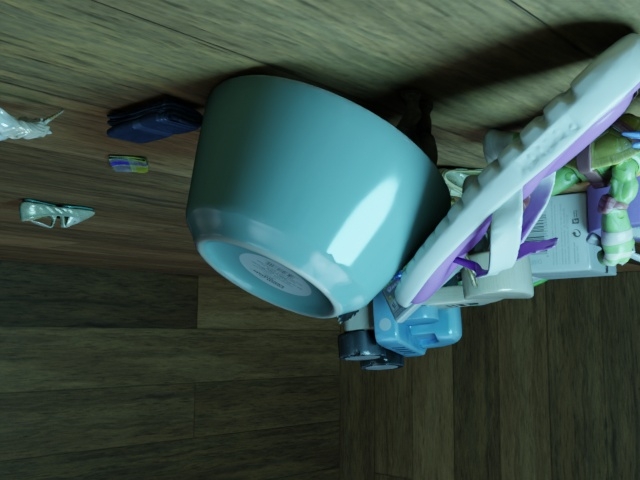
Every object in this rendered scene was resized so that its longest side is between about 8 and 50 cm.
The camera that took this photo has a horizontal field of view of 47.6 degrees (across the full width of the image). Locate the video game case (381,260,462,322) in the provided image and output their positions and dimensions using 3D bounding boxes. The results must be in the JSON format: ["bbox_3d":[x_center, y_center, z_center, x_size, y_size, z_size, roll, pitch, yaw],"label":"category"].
[{"bbox_3d":[0.180,0.039,1.429,0.022,0.173,0.190,12,132,-39],"label":"video game case"}]

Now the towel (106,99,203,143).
[{"bbox_3d":[-0.202,-0.145,0.882,0.120,0.029,0.067,-6,170,39],"label":"towel"}]

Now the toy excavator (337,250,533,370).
[{"bbox_3d":[0.242,0.128,1.556,0.446,0.222,0.433,-10,160,20],"label":"toy excavator"}]

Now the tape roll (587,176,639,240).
[{"bbox_3d":[0.618,-0.058,1.279,0.275,0.090,0.275,0,173,0],"label":"tape roll"}]

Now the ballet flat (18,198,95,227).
[{"bbox_3d":[-0.559,-0.051,1.537,0.057,0.052,0.168,-7,170,43],"label":"ballet flat"}]

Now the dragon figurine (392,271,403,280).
[{"bbox_3d":[0.034,-0.005,1.410,0.289,0.144,0.085,14,158,-1],"label":"dragon figurine"}]

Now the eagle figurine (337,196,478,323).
[{"bbox_3d":[0.114,-0.011,1.239,0.299,0.226,0.225,-13,139,-24],"label":"eagle figurine"}]

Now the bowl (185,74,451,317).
[{"bbox_3d":[-0.027,-0.024,0.821,0.312,0.163,0.311,23,159,9],"label":"bowl"}]

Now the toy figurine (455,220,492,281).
[{"bbox_3d":[0.406,0.021,1.670,0.213,0.148,0.210,6,171,-35],"label":"toy figurine"}]

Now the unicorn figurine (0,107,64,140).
[{"bbox_3d":[-0.377,-0.140,0.807,0.111,0.060,0.162,0,173,6],"label":"unicorn figurine"}]

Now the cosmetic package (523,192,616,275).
[{"bbox_3d":[0.493,-0.004,1.463,0.152,0.151,0.184,-6,171,37],"label":"cosmetic package"}]

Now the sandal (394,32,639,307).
[{"bbox_3d":[0.201,-0.026,0.749,0.169,0.102,0.416,-37,167,-38],"label":"sandal"}]

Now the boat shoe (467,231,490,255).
[{"bbox_3d":[0.207,-0.022,1.571,0.308,0.110,0.104,10,176,0],"label":"boat shoe"}]

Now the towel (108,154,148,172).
[{"bbox_3d":[-0.304,-0.120,1.149,0.060,0.009,0.083,3,173,-12],"label":"towel"}]

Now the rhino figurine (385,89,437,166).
[{"bbox_3d":[0.063,-0.101,0.901,0.073,0.106,0.243,5,171,-27],"label":"rhino figurine"}]

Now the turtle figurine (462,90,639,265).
[{"bbox_3d":[0.332,-0.059,0.881,0.266,0.197,0.275,1,172,39],"label":"turtle figurine"}]

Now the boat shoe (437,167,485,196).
[{"bbox_3d":[0.257,-0.091,1.180,0.153,0.056,0.048,10,175,-17],"label":"boat shoe"}]

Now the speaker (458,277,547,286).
[{"bbox_3d":[0.488,0.066,1.827,0.297,0.131,0.131,-29,156,36],"label":"speaker"}]
